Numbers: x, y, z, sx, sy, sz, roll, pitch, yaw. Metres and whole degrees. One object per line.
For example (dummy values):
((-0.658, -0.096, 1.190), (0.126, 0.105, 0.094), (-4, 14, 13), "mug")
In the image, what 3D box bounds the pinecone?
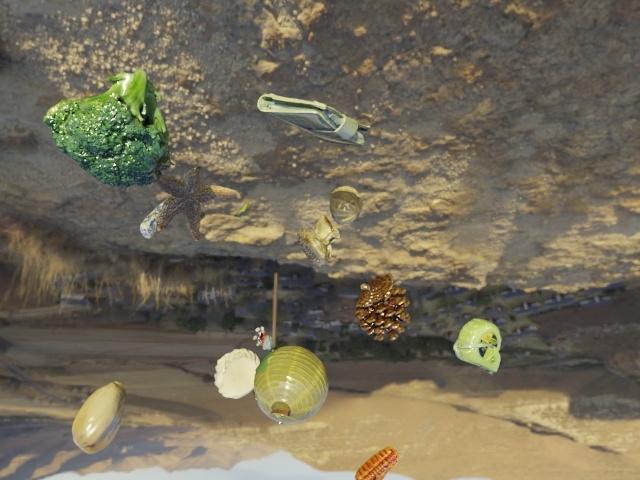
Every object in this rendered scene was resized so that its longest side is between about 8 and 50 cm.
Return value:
((0.202, 0.226, 1.429), (0.185, 0.168, 0.213), (-37, 127, -19), "pinecone")

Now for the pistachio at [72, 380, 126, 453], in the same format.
((-0.669, 0.536, 1.354), (0.129, 0.206, 0.131), (-21, 128, 43), "pistachio")

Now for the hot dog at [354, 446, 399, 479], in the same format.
((0.153, 0.609, 1.186), (0.144, 0.062, 0.038), (-41, 150, 2), "hot dog")

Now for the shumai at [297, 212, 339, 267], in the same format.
((0.000, 0.000, 1.666), (0.161, 0.153, 0.209), (48, 170, -7), "shumai")

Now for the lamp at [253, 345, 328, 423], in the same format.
((-0.098, 0.478, 1.420), (0.250, 0.251, 0.284), (-8, -161, 11), "lamp")

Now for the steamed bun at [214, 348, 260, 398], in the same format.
((-0.307, 0.482, 1.627), (0.182, 0.183, 0.106), (13, 174, -31), "steamed bun")

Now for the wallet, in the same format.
((-0.006, -0.351, 1.300), (0.223, 0.077, 0.309), (19, -172, 28), "wallet")

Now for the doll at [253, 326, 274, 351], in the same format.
((-0.170, 0.316, 1.386), (0.039, 0.057, 0.114), (-32, 130, 4), "doll")

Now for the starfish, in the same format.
((-0.379, -0.108, 1.303), (0.295, 0.231, 0.048), (6, -160, -43), "starfish")

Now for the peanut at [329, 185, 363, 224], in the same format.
((0.115, -0.165, 1.964), (0.153, 0.140, 0.325), (-12, -164, 14), "peanut")

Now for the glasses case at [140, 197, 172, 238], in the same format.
((-0.753, -0.105, 2.078), (0.065, 0.248, 0.087), (2, 127, 19), "glasses case")

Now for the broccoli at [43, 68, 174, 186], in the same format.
((-0.443, -0.242, 0.968), (0.265, 0.246, 0.294), (22, 159, -24), "broccoli")

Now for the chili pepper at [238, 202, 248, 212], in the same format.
((-0.344, -0.149, 1.996), (0.030, 0.083, 0.017), (7, 129, 30), "chili pepper")

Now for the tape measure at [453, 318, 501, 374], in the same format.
((0.563, 0.368, 1.580), (0.199, 0.175, 0.106), (24, 175, -26), "tape measure")
